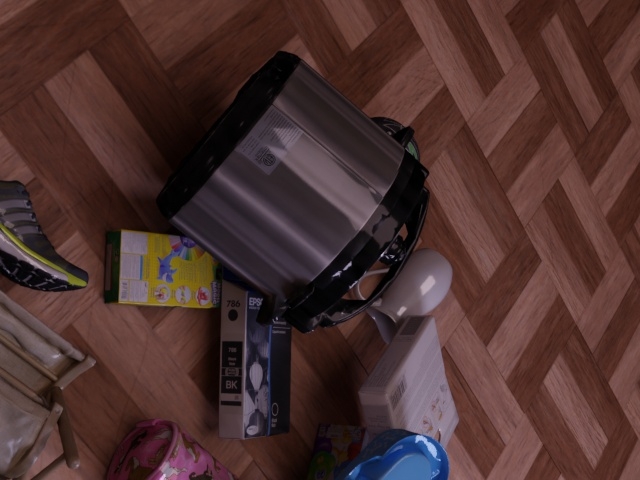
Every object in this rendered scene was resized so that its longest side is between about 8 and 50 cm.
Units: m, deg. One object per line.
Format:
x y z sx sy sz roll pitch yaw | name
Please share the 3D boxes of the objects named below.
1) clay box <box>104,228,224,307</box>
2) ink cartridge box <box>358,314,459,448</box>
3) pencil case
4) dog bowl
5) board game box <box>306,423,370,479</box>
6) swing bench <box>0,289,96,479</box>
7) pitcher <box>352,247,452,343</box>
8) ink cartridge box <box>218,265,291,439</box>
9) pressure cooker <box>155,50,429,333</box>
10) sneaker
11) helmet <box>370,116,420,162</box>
-0.270 0.054 1.650 0.222 0.053 0.127 8 79 -43 | clay box
0.182 0.332 1.865 0.296 0.066 0.261 -46 127 -55 | ink cartridge box
-0.189 0.464 1.607 0.160 0.167 0.386 -42 119 5 | pencil case
0.098 0.462 1.680 0.297 0.074 0.166 -44 118 -13 | dog bowl
0.058 0.515 1.834 0.144 0.142 0.275 29 66 -35 | board game box
-0.478 0.214 1.346 0.253 0.165 0.254 45 15 -28 | swing bench
0.177 0.097 2.014 0.207 0.125 0.178 -47 110 -22 | pitcher
-0.118 0.195 1.735 0.165 0.065 0.332 11 77 -60 | ink cartridge box
-0.027 -0.066 1.619 0.420 0.370 0.375 39 29 -10 | pressure cooker
-0.471 -0.022 1.444 0.300 0.111 0.121 42 55 -33 | sneaker
0.129 -0.174 1.969 0.169 0.169 0.161 30 82 -36 | helmet
